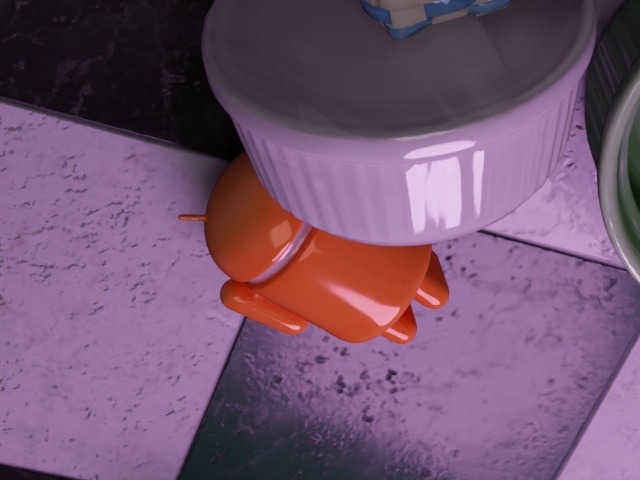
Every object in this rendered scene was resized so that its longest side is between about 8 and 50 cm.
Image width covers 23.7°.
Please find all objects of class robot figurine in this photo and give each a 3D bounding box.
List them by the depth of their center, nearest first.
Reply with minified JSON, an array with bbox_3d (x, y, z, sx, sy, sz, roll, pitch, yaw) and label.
[{"bbox_3d":[0.001,-0.002,1.220,0.219,0.128,0.158,30,152,-24],"label":"robot figurine"}]

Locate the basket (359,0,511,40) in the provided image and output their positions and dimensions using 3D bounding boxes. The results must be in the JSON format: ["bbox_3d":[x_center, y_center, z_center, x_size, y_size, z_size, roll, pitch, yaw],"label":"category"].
[{"bbox_3d":[0.055,-0.301,0.975,0.201,0.254,0.289,-22,140,1],"label":"basket"}]

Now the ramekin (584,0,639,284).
[{"bbox_3d":[0.353,-0.093,1.192,0.303,0.148,0.303,-2,120,-3],"label":"ramekin"}]

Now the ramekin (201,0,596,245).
[{"bbox_3d":[0.060,-0.113,1.087,0.273,0.273,0.127,-12,133,-1],"label":"ramekin"}]
